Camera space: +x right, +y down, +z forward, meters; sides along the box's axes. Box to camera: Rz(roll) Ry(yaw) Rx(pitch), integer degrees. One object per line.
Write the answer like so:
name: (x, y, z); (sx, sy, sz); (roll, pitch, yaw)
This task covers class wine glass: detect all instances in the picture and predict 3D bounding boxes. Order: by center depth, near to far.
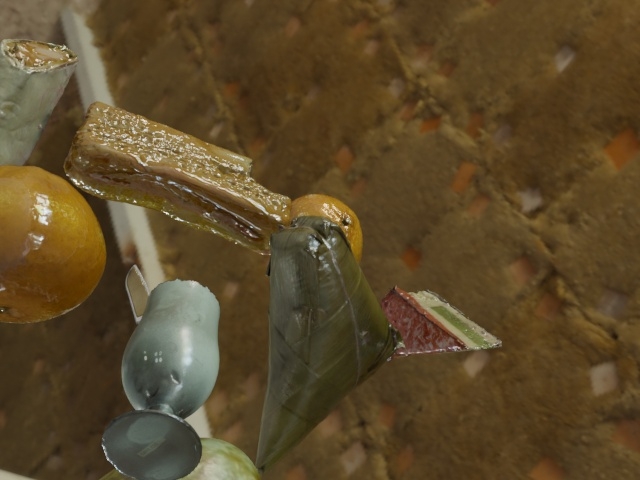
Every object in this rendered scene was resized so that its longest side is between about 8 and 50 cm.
wine glass: (-0.143, 0.124, 1.024); (0.093, 0.093, 0.202); (-43, -156, 25)

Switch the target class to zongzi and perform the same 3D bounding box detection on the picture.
zongzi: (-0.042, 0.145, 1.524); (0.145, 0.274, 0.300); (14, -129, 46)

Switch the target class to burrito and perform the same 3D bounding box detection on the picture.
burrito: (-0.501, -0.197, 1.733); (0.105, 0.143, 0.299); (26, -92, 18)

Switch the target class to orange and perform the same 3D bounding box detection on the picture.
orange: (-0.274, 0.002, 0.984); (0.159, 0.159, 0.136); (-20, -124, 44)
orange: (-0.001, 0.002, 1.975); (0.155, 0.177, 0.178); (-6, -118, 32)

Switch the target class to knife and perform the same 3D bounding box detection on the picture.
knife: (-0.354, 0.152, 2.199); (0.046, 0.022, 0.256); (-24, -126, 1)

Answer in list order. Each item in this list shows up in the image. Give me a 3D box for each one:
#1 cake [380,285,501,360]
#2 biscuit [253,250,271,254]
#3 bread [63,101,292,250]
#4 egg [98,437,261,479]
cake: (0.176, 0.120, 1.676); (0.220, 0.086, 0.117); (-17, -104, 56)
biscuit: (-0.042, 0.009, 2.268); (0.334, 0.202, 0.047); (-174, -92, -83)
bread: (-0.225, -0.102, 1.789); (0.185, 0.380, 0.109); (-84, -164, -58)
egg: (-0.178, 0.359, 1.237); (0.238, 0.238, 0.289); (1, -125, 52)
